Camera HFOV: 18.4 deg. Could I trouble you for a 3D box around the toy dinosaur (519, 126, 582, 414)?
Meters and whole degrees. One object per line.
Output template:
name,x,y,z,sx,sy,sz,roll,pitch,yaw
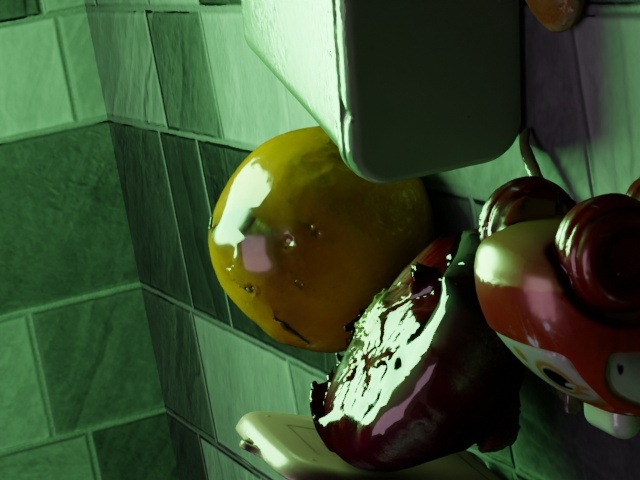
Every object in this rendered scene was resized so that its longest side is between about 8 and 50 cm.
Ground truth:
toy dinosaur,0.217,0.044,1.770,0.200,0.072,0.251,-127,17,-72

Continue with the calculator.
calculator,0.068,0.232,1.991,0.220,0.330,0.048,37,110,62

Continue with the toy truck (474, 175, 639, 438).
toy truck,0.242,0.074,1.437,0.189,0.265,0.239,-157,66,-69

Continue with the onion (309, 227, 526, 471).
onion,0.126,0.121,1.898,0.195,0.272,0.272,37,167,-14

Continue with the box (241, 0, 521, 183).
box,0.039,-0.284,1.890,0.344,0.177,0.352,-132,33,-57

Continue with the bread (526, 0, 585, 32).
bread,0.196,-0.232,1.697,0.110,0.024,0.110,167,90,-71

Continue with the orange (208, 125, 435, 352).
orange,0.000,0.000,2.106,0.246,0.246,0.246,166,90,-72
